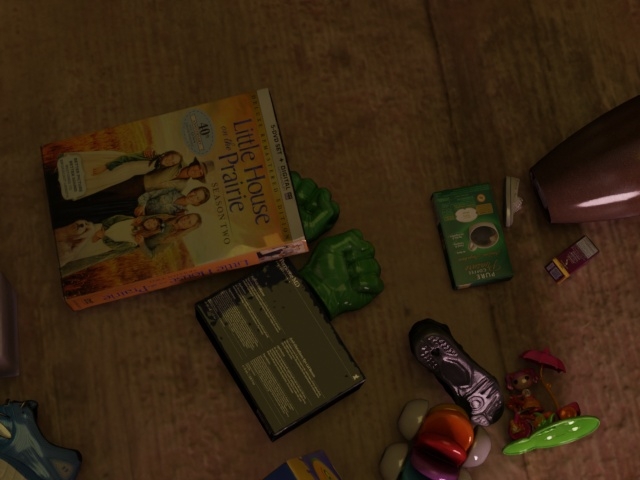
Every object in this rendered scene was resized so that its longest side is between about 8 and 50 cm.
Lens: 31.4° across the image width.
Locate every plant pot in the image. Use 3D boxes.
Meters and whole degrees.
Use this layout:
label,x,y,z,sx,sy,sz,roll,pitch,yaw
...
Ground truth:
label,x,y,z,sx,sy,sz,roll,pitch,yaw
plant pot,0.504,-0.122,2.057,0.230,0.215,0.215,-21,76,4

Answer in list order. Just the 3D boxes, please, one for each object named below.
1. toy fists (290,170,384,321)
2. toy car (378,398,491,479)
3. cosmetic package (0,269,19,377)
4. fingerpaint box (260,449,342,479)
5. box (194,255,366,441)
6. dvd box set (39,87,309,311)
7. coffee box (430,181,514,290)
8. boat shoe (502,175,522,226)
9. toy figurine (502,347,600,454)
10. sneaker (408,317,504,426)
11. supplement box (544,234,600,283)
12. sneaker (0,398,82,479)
label,x,y,z,sx,sy,sz,roll,pitch,yaw
toy fists,0.000,0.000,2.009,0.142,0.096,0.279,-35,78,-16
toy car,0.192,0.359,1.886,0.159,0.136,0.182,24,90,1
cosmetic package,-0.582,0.140,1.859,0.151,0.183,0.151,-4,74,-8
fingerpaint box,-0.036,0.602,1.689,0.371,0.163,0.445,-39,74,14
box,-0.071,0.181,1.942,0.184,0.103,0.261,-30,78,-12
dvd box set,-0.256,-0.074,1.969,0.420,0.062,0.307,-14,68,1
coffee box,0.273,-0.007,2.067,0.113,0.040,0.184,-11,74,-9
boat shoe,0.355,-0.071,2.099,0.035,0.035,0.100,6,66,-1
toy figurine,0.374,0.269,1.975,0.173,0.130,0.159,-22,61,13
sneaker,0.232,0.218,1.972,0.087,0.130,0.227,-42,109,8
supplement box,0.456,0.034,2.066,0.083,0.055,0.043,-35,80,-15
sneaker,-0.536,0.314,1.858,0.330,0.130,0.147,32,59,1
